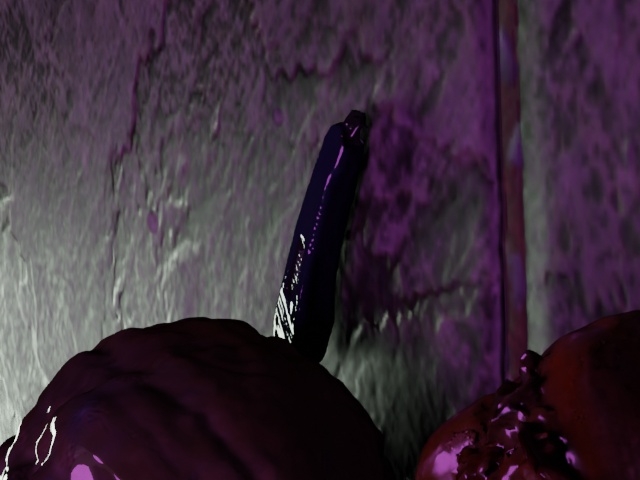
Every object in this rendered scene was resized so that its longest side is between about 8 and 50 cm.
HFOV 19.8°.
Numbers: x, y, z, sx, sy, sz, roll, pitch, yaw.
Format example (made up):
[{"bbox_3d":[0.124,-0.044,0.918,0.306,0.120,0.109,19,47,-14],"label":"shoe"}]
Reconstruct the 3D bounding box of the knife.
[{"bbox_3d":[0.000,0.000,0.760,0.031,0.018,0.121,-119,35,-51],"label":"knife"}]

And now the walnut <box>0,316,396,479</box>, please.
[{"bbox_3d":[-0.056,0.118,0.742,0.230,0.178,0.178,-172,78,-66],"label":"walnut"}]

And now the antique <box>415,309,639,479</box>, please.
[{"bbox_3d":[0.116,0.166,0.479,0.087,0.093,0.310,-58,44,50],"label":"antique"}]
